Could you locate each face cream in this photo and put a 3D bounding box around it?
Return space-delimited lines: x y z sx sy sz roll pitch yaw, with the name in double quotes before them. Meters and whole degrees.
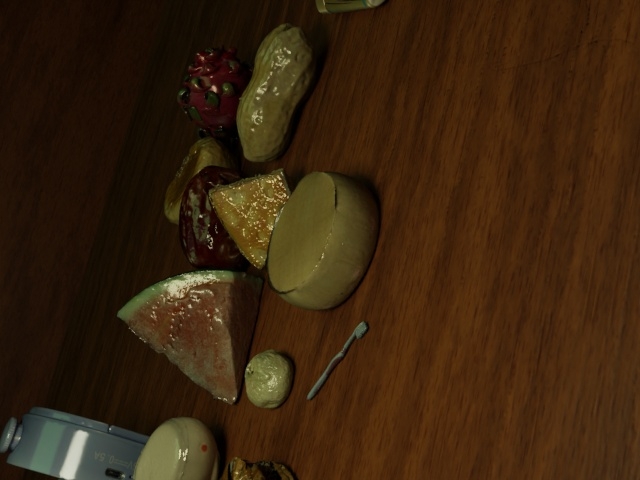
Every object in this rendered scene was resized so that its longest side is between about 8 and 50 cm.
"face cream" 0.070 -0.547 1.769 0.285 0.067 0.139 26 94 64

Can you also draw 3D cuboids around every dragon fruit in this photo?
"dragon fruit" -0.261 -0.361 2.138 0.198 0.218 0.273 60 142 12

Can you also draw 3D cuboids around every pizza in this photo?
"pizza" -0.116 -0.049 1.770 0.188 0.204 0.080 -20 7 23

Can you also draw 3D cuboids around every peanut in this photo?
"peanut" -0.098 -0.320 1.861 0.313 0.149 0.149 -69 25 8

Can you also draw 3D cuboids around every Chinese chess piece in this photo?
"Chinese chess piece" 0.000 0.000 1.492 0.250 0.103 0.250 -42 37 44

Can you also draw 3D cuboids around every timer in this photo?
"timer" -0.529 0.495 1.883 0.395 0.395 0.173 -17 53 59

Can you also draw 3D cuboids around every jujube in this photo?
"jujube" -0.228 -0.048 1.892 0.183 0.183 0.243 -18 64 59

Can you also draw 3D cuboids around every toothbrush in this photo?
"toothbrush" 0.025 0.204 1.402 0.193 0.013 0.019 -55 38 28

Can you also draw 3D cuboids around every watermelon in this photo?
"watermelon" -0.224 0.186 1.806 0.283 0.292 0.250 -27 3 24

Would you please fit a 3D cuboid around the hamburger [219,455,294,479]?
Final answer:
"hamburger" -0.126 0.477 1.413 0.231 0.107 0.231 -38 45 51

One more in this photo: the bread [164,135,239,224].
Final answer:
"bread" -0.297 -0.139 2.144 0.244 0.134 0.244 -46 32 40

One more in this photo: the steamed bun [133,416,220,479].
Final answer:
"steamed bun" -0.280 0.460 1.694 0.228 0.130 0.177 -60 38 18

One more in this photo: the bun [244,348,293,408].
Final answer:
"bun" -0.100 0.253 1.553 0.115 0.069 0.115 -40 41 47
